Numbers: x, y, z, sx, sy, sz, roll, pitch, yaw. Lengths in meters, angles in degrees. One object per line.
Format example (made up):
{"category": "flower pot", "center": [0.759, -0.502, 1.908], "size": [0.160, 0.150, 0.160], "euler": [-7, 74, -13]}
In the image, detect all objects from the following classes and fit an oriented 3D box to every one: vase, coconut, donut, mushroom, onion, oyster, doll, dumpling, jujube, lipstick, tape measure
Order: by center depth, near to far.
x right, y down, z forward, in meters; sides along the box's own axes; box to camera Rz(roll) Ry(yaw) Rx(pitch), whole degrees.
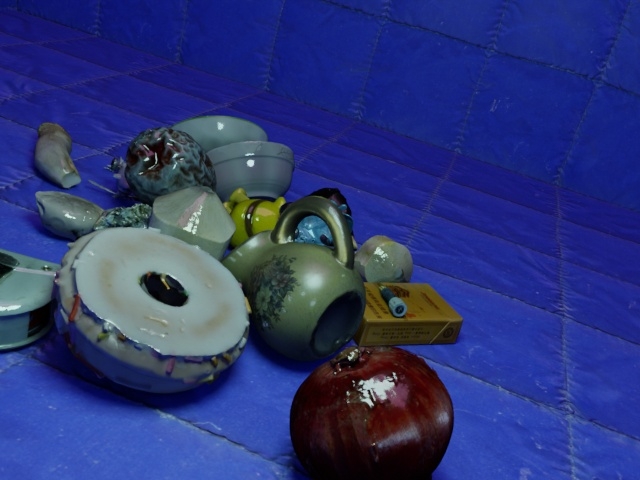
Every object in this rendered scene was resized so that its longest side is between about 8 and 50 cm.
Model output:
{"category": "onion", "center": [0.079, 0.288, 1.182], "size": [0.276, 0.276, 0.276], "euler": [13, 23, -6]}
{"category": "tape measure", "center": [-0.605, 0.097, 1.340], "size": [0.243, 0.125, 0.246], "euler": [15, 22, 0]}
{"category": "donut", "center": [-0.316, 0.132, 1.347], "size": [0.382, 0.142, 0.383], "euler": [24, 30, -15]}
{"category": "vase", "center": [-0.048, 0.062, 1.511], "size": [0.302, 0.329, 0.241], "euler": [33, 16, 35]}
{"category": "lipstick", "center": [0.164, 0.134, 1.666], "size": [0.037, 0.037, 0.116], "euler": [7, 21, -19]}
{"category": "coconut", "center": [-0.304, -0.025, 1.681], "size": [0.202, 0.222, 0.202], "euler": [19, 21, -7]}
{"category": "dumpling", "center": [-0.596, -0.058, 1.736], "size": [0.176, 0.092, 0.150], "euler": [19, 26, 7]}
{"category": "oyster", "center": [-0.425, -0.045, 1.790], "size": [0.199, 0.087, 0.252], "euler": [8, 0, 4]}
{"category": "doll", "center": [-0.143, -0.021, 1.850], "size": [0.363, 0.199, 0.145], "euler": [41, -1, 40]}
{"category": "coconut", "center": [0.164, 0.066, 1.852], "size": [0.147, 0.147, 0.152], "euler": [5, 12, -22]}
{"category": "jujube", "center": [-0.385, -0.169, 1.869], "size": [0.226, 0.226, 0.317], "euler": [21, -14, 14]}
{"category": "mushroom", "center": [-0.766, -0.252, 2.080], "size": [0.122, 0.095, 0.351], "euler": [22, 18, -33]}

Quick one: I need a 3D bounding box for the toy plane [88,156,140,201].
{"category": "toy plane", "center": [-0.552, -0.188, 2.053], "size": [0.182, 0.107, 0.273], "euler": [17, 18, -8]}

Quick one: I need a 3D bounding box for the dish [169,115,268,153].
{"category": "dish", "center": [-0.321, -0.255, 2.218], "size": [0.324, 0.124, 0.324], "euler": [-3, -19, -1]}

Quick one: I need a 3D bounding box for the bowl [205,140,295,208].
{"category": "bowl", "center": [-0.209, -0.170, 2.085], "size": [0.287, 0.144, 0.287], "euler": [-8, -15, -2]}

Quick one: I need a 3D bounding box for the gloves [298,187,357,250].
{"category": "gloves", "center": [0.016, -0.009, 1.919], "size": [0.152, 0.197, 0.301], "euler": [47, 36, -29]}

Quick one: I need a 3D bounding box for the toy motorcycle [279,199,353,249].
{"category": "toy motorcycle", "center": [0.000, 0.000, 1.737], "size": [0.182, 0.124, 0.272], "euler": [1, 44, -13]}

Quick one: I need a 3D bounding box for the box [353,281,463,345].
{"category": "box", "center": [0.181, 0.174, 1.723], "size": [0.274, 0.076, 0.174], "euler": [3, 28, -27]}
